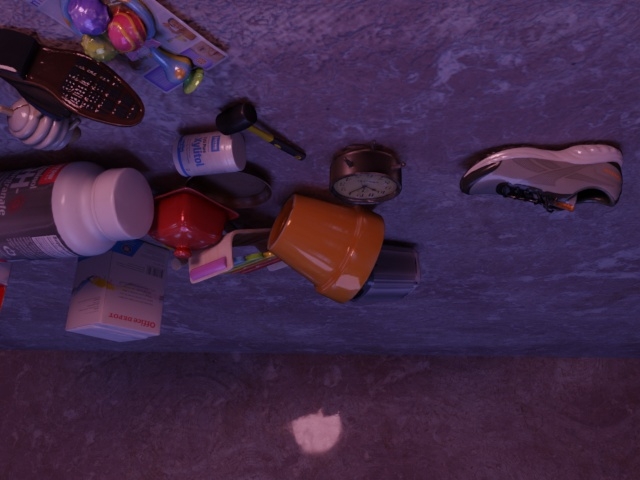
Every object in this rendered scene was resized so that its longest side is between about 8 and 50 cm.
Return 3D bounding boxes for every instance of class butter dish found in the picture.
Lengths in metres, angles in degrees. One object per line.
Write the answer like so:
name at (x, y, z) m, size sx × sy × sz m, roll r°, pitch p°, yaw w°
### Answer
butter dish at (-0.269, -0.021, 1.152) m, size 0.160 × 0.118 × 0.160 m, roll -12°, pitch 154°, yaw 31°

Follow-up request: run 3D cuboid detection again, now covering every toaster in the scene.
toaster at (0.158, 0.081, 1.468) m, size 0.146 × 0.129 × 0.227 m, roll 3°, pitch 157°, yaw -14°

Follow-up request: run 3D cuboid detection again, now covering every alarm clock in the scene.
alarm clock at (0.077, -0.108, 1.056) m, size 0.129 × 0.064 × 0.192 m, roll 4°, pitch 157°, yaw -8°

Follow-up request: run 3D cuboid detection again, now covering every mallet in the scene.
mallet at (-0.095, -0.169, 0.957) m, size 0.062 × 0.039 × 0.189 m, roll -11°, pitch 160°, yaw 27°

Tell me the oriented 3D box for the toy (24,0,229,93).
toy at (-0.246, -0.251, 0.716) m, size 0.137 × 0.056 × 0.237 m, roll -15°, pitch 153°, yaw 36°

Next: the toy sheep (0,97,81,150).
toy sheep at (-0.423, -0.180, 0.877) m, size 0.091 × 0.091 × 0.132 m, roll -11°, pitch 161°, yaw 30°

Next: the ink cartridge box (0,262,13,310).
ink cartridge box at (-0.787, 0.024, 1.176) m, size 0.309 × 0.272 × 0.130 m, roll -6°, pitch 158°, yaw 17°

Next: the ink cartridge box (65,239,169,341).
ink cartridge box at (-0.516, 0.127, 1.480) m, size 0.168 × 0.233 × 0.171 m, roll -15°, pitch 153°, yaw 36°

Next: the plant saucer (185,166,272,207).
plant saucer at (-0.176, -0.108, 1.125) m, size 0.168 × 0.029 × 0.168 m, roll 2°, pitch 159°, yaw 1°

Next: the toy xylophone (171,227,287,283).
toy xylophone at (-0.182, 0.038, 1.309) m, size 0.236 × 0.081 × 0.322 m, roll -22°, pitch 172°, yaw 36°

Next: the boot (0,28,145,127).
boot at (-0.340, -0.206, 0.793) m, size 0.219 × 0.082 × 0.106 m, roll 26°, pitch 166°, yaw -6°

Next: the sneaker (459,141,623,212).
sneaker at (0.379, -0.100, 0.998) m, size 0.271 × 0.108 × 0.100 m, roll -3°, pitch 161°, yaw 14°

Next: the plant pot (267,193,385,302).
plant pot at (0.000, 0.000, 1.195) m, size 0.188 × 0.205 × 0.205 m, roll 25°, pitch 153°, yaw -15°

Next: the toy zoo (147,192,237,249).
toy zoo at (-0.310, -0.032, 1.332) m, size 0.192 × 0.030 × 0.293 m, roll -4°, pitch 158°, yaw 14°

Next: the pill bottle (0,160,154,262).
pill bottle at (-0.484, -0.054, 1.080) m, size 0.318 × 0.176 × 0.176 m, roll -5°, pitch 158°, yaw 16°

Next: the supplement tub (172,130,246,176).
supplement tub at (-0.185, -0.146, 0.968) m, size 0.107 × 0.071 × 0.071 m, roll -5°, pitch 158°, yaw 14°
